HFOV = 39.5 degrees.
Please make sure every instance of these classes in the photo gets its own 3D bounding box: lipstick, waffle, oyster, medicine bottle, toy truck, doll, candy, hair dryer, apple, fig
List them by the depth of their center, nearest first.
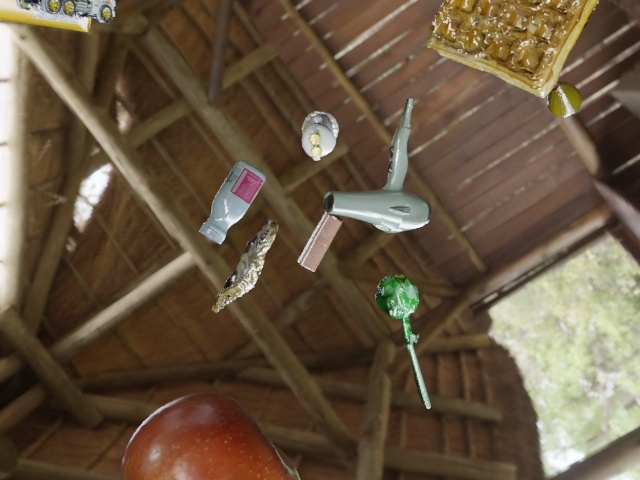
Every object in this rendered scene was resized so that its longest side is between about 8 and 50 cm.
[{"bbox_3d":[0.313,-0.386,1.324,0.212,0.308,0.091,30,-174,26],"label":"waffle"},{"bbox_3d":[-0.199,0.450,1.649,0.348,0.277,0.348,50,173,8],"label":"apple"},{"bbox_3d":[0.103,-0.137,1.761,0.092,0.229,0.267,8,110,61],"label":"hair dryer"},{"bbox_3d":[-0.516,-0.510,1.804,0.098,0.114,0.227,15,-167,30],"label":"toy truck"},{"bbox_3d":[0.521,-0.309,1.920,0.088,0.074,0.074,46,-164,-45],"label":"fig"},{"bbox_3d":[0.204,0.229,2.016,0.097,0.097,0.324,-61,-44,-77],"label":"candy"},{"bbox_3d":[0.000,0.000,2.145,0.045,0.145,0.045,28,-174,-14],"label":"lipstick"},{"bbox_3d":[-0.233,-0.098,2.337,0.090,0.217,0.090,30,173,4],"label":"medicine bottle"},{"bbox_3d":[-0.214,0.080,2.588,0.078,0.345,0.129,27,-161,-22],"label":"oyster"},{"bbox_3d":[-0.007,-0.324,2.735,0.293,0.119,0.138,-77,-14,-69],"label":"doll"}]

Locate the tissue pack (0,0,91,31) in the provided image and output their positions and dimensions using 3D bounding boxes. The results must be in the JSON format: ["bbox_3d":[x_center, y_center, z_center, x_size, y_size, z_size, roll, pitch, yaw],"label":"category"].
[{"bbox_3d":[-0.702,-0.647,2.000,0.381,0.293,0.228,2,-150,-26],"label":"tissue pack"}]
